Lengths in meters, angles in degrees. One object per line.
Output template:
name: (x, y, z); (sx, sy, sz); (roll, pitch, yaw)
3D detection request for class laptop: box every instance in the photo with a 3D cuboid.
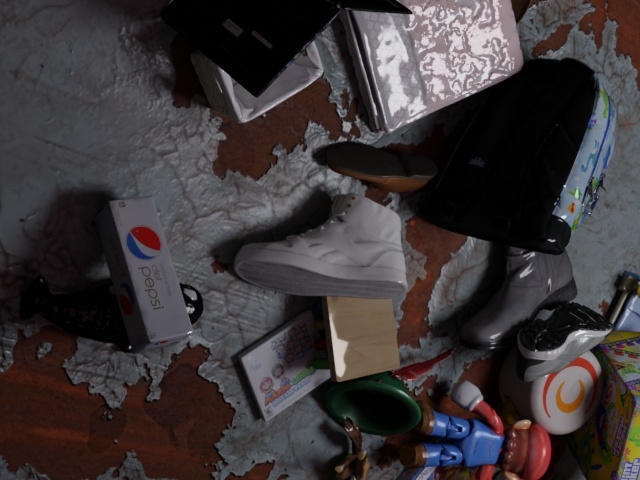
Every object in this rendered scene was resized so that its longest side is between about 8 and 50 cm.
laptop: (-0.050, -0.331, 1.445); (0.264, 0.234, 0.136); (-46, 150, -3)

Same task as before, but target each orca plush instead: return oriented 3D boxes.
orca plush: (-0.287, 0.100, 1.475); (0.287, 0.102, 0.151); (22, 91, -39)

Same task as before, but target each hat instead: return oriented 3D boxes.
hat: (0.116, 0.247, 1.859); (0.208, 0.173, 0.184); (40, 43, -30)

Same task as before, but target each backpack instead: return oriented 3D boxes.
backpack: (0.391, -0.160, 1.807); (0.273, 0.290, 0.356); (18, 86, -47)

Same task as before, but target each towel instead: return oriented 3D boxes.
towel: (0.186, -0.381, 1.676); (0.317, 0.053, 0.332); (-29, 121, -16)

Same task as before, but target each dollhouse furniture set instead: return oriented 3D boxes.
dollhouse furniture set: (0.762, 0.265, 2.244); (0.303, 0.198, 0.286); (32, 84, -38)

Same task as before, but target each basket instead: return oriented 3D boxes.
basket: (-0.099, -0.267, 1.498); (0.167, 0.103, 0.113); (-36, 122, -23)

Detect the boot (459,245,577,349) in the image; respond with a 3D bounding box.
boot: (0.378, 0.059, 1.964); (0.338, 0.118, 0.223); (-31, 118, -38)

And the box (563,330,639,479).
box: (0.665, 0.385, 2.105); (0.177, 0.279, 0.290); (3, 115, -7)

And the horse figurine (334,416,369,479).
horse figurine: (0.040, 0.463, 1.829); (0.174, 0.066, 0.263); (63, 45, -76)

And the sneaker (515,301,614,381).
sneaker: (0.473, 0.199, 1.955); (0.271, 0.100, 0.108); (-16, 130, -37)

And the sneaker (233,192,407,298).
sneaker: (0.000, 0.000, 1.668); (0.292, 0.108, 0.169); (7, 62, -14)

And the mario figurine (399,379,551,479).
mario figurine: (0.309, 0.405, 1.979); (0.320, 0.170, 0.198); (13, 127, -20)

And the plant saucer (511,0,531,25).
plant saucer: (0.304, -0.466, 1.776); (0.198, 0.036, 0.199); (-12, 112, -33)

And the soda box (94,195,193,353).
soda box: (-0.257, 0.048, 1.436); (0.074, 0.069, 0.216); (-10, 75, -35)

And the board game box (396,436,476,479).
board game box: (0.236, 0.480, 2.027); (0.201, 0.035, 0.136); (-47, 126, -15)

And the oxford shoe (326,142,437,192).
oxford shoe: (0.097, -0.115, 1.719); (0.212, 0.076, 0.076); (9, 139, -28)

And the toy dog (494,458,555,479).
toy dog: (0.555, 0.568, 2.169); (0.333, 0.220, 0.161); (25, 101, -35)

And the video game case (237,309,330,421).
video game case: (-0.059, 0.219, 1.736); (0.157, 0.019, 0.143); (-32, 121, -24)

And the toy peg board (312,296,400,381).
toy peg board: (0.050, 0.159, 1.761); (0.161, 0.079, 0.161); (-5, 87, -44)

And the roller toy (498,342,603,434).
roller toy: (0.476, 0.299, 2.076); (0.191, 0.146, 0.209); (1, 99, -26)
